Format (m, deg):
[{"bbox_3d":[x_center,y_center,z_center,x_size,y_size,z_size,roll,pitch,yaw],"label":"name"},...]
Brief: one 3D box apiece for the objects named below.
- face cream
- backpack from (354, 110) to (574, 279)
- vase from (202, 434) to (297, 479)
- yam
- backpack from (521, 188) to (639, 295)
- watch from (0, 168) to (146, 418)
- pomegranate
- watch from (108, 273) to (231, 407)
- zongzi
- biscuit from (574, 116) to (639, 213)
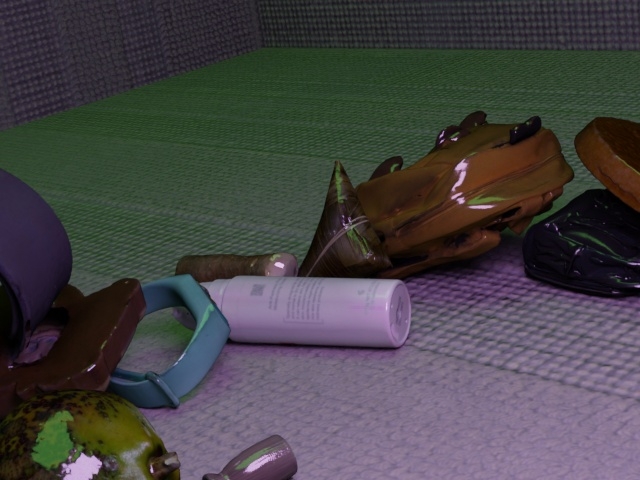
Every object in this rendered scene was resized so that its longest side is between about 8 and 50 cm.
[{"bbox_3d":[-0.045,0.102,1.713,0.346,0.102,0.102,1,21,26],"label":"face cream"},{"bbox_3d":[0.223,-0.081,1.873,0.353,0.201,0.378,-29,4,-40],"label":"backpack"},{"bbox_3d":[-0.081,0.263,1.334,0.101,0.053,0.053,-24,23,-25],"label":"vase"},{"bbox_3d":[-0.137,0.050,1.885,0.066,0.066,0.300,-24,12,-36],"label":"yam"},{"bbox_3d":[0.434,0.008,1.739,0.206,0.133,0.258,-26,31,-33],"label":"backpack"},{"bbox_3d":[-0.451,0.052,1.570,0.335,0.327,0.314,-12,32,24],"label":"watch"},{"bbox_3d":[-0.266,0.286,1.202,0.204,0.276,0.222,32,17,-1],"label":"pomegranate"},{"bbox_3d":[-0.226,0.139,1.646,0.195,0.068,0.237,-36,36,-8],"label":"watch"},{"bbox_3d":[0.000,0.000,1.813,0.187,0.184,0.084,-34,-20,31],"label":"zongzi"},{"bbox_3d":[0.543,-0.057,1.709,0.394,0.070,0.350,11,30,-36],"label":"biscuit"}]
